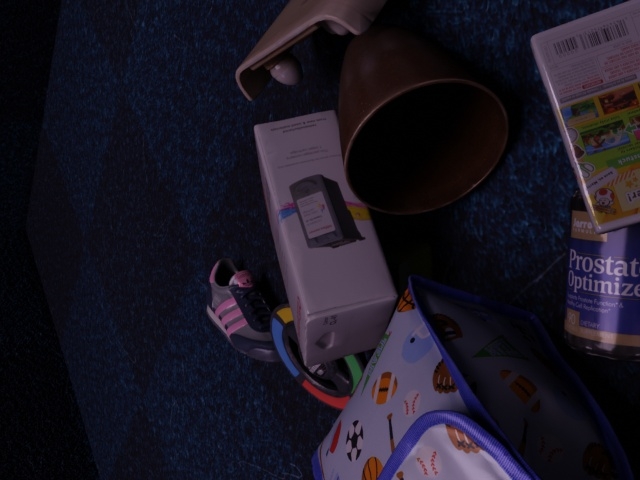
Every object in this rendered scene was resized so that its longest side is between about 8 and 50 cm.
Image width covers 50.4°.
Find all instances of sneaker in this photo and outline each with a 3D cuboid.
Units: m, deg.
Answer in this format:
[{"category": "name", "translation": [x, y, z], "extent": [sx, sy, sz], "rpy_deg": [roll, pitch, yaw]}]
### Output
[{"category": "sneaker", "translation": [-0.148, 0.137, 1.388], "extent": [0.319, 0.112, 0.131], "rpy_deg": [27, 119, 49]}]

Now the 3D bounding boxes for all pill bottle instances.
[{"category": "pill bottle", "translation": [0.320, 0.005, 0.701], "extent": [0.123, 0.122, 0.219], "rpy_deg": [8, 99, 54]}]

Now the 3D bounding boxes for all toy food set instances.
[{"category": "toy food set", "translation": [0.009, -0.341, 1.059], "extent": [0.306, 0.092, 0.220], "rpy_deg": [-11, 42, 53]}]

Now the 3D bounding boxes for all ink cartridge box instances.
[{"category": "ink cartridge box", "translation": [0.000, 0.000, 1.001], "extent": [0.226, 0.131, 0.306], "rpy_deg": [93, 162, -64]}]

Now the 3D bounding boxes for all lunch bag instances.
[{"category": "lunch bag", "translation": [0.149, 0.279, 0.747], "extent": [0.385, 0.239, 0.328], "rpy_deg": [-106, 36, -59]}]

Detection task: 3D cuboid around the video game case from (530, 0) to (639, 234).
[{"category": "video game case", "translation": [0.337, -0.135, 0.629], "extent": [0.227, 0.026, 0.206], "rpy_deg": [-17, 77, 13]}]

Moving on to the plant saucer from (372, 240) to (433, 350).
[{"category": "plant saucer", "translation": [0.100, 0.096, 1.090], "extent": [0.188, 0.045, 0.188], "rpy_deg": [2, 96, 54]}]

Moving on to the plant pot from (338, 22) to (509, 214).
[{"category": "plant pot", "translation": [0.110, -0.192, 0.927], "extent": [0.215, 0.215, 0.230], "rpy_deg": [-61, 33, 39]}]

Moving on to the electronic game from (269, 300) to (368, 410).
[{"category": "electronic game", "translation": [-0.002, 0.202, 1.181], "extent": [0.229, 0.048, 0.229], "rpy_deg": [28, 138, 30]}]
